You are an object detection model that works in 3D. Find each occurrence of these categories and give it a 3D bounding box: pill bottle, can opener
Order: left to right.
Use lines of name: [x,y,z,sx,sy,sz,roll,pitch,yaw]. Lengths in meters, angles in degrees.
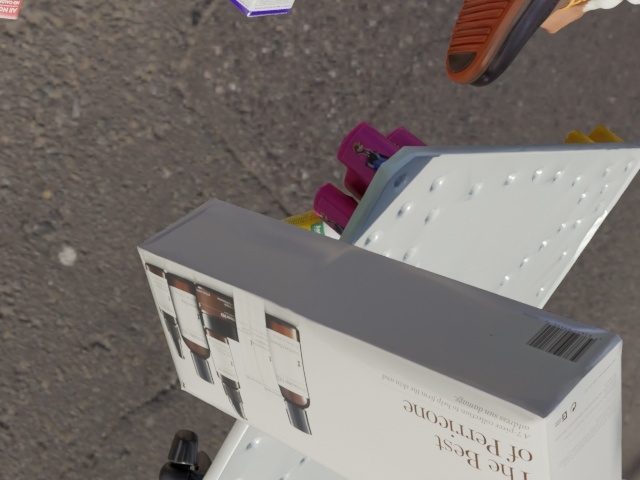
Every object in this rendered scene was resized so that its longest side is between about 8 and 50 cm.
can opener: [-0.133,0.238,1.031,0.186,0.059,0.073,117,-6,-79]
pill bottle: [0.000,0.000,1.811,0.117,0.209,0.117,45,37,-49]

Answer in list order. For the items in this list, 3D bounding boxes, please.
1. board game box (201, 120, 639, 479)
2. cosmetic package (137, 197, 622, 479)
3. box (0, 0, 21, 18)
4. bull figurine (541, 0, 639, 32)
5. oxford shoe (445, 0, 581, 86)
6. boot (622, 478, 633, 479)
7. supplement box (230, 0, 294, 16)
board game box: [0.063,0.077,0.777,0.390,0.050,0.389,-8,134,-52]
cosmetic package: [0.018,0.060,0.458,0.060,0.239,0.098,-37,129,-33]
box: [-0.452,-0.332,0.997,0.300,0.142,0.154,-5,135,-44]
bull figurine: [0.397,-0.418,1.494,0.101,0.310,0.188,-7,88,-17]
oxford shoe: [0.273,-0.295,1.055,0.133,0.130,0.363,38,86,-23]
boot: [0.235,0.306,0.937,0.165,0.213,0.077,-68,150,-60]
supplement box: [-0.083,-0.509,1.685,0.114,0.111,0.220,-20,147,-46]
